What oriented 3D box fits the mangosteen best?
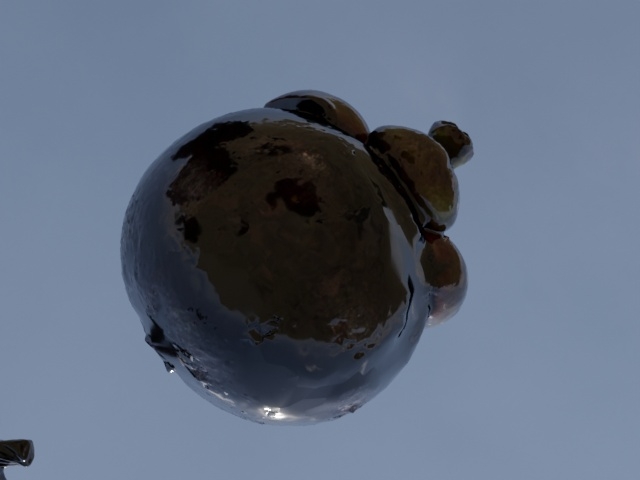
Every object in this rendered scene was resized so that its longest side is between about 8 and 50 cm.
[{"bbox_3d":[0.000,0.000,0.856,0.250,0.211,0.211,-34,-112,-18],"label":"mangosteen"}]

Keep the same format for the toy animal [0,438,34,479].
[{"bbox_3d":[-0.298,0.268,1.113,0.121,0.210,0.117,-2,-173,-33],"label":"toy animal"}]
